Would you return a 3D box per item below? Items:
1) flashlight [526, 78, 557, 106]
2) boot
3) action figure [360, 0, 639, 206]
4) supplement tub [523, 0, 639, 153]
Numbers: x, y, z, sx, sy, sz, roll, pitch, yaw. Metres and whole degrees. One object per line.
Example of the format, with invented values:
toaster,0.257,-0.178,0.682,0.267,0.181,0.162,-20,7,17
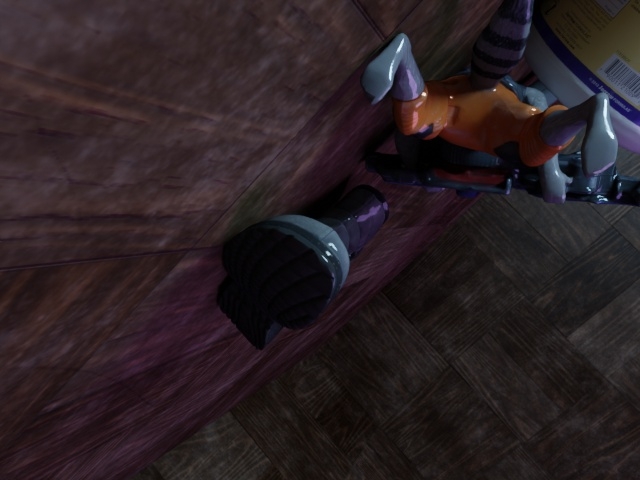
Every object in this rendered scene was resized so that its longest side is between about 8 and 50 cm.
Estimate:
flashlight,0.446,-0.291,1.131,0.304,0.103,0.103,-37,-151,-12
boot,0.000,0.000,0.694,0.223,0.118,0.338,-41,-179,-24
action figure,0.212,-0.126,0.609,0.330,0.342,0.178,-28,125,-76
supplement tub,0.415,-0.284,0.648,0.241,0.241,0.331,-29,163,-50
